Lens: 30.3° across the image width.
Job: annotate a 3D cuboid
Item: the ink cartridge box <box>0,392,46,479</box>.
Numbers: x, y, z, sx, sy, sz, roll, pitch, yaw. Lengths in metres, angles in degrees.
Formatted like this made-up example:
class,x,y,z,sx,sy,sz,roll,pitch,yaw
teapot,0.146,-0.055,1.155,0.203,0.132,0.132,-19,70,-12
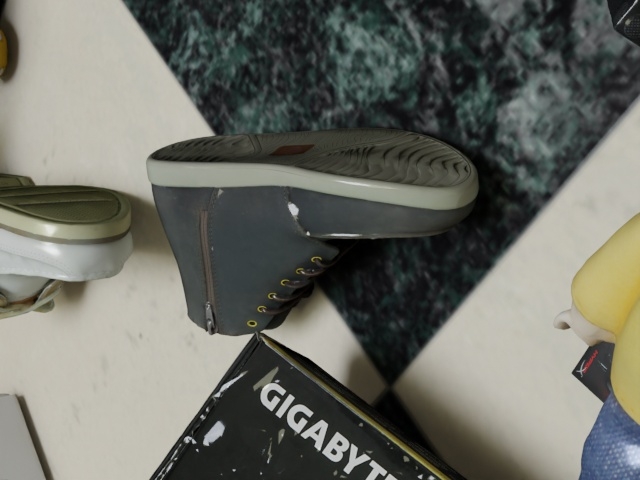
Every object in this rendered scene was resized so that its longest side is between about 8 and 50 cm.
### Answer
class,x,y,z,sx,sy,sz,roll,pitch,yaw
ink cartridge box,-0.296,0.298,0.964,0.207,0.117,0.283,-41,65,37

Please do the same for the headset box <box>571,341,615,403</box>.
class,x,y,z,sx,sy,sz,roll,pitch,yaw
headset box,0.171,0.066,0.564,0.083,0.032,0.062,47,122,33

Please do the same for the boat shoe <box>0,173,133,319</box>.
class,x,y,z,sx,sy,sz,roll,pitch,yaw
boat shoe,-0.232,0.008,0.900,0.302,0.113,0.103,12,102,53

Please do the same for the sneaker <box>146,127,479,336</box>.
class,x,y,z,sx,sy,sz,roll,pitch,yaw
sneaker,0.000,0.000,0.706,0.222,0.083,0.118,6,115,37

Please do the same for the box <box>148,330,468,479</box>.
class,x,y,z,sx,sy,sz,roll,pitch,yaw
box,0.016,0.239,0.601,0.322,0.079,0.257,35,90,31

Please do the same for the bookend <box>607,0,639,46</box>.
class,x,y,z,sx,sy,sz,roll,pitch,yaw
bookend,0.197,-0.106,0.488,0.072,0.156,0.157,-54,14,31

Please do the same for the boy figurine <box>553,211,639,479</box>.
class,x,y,z,sx,sy,sz,roll,pitch,yaw
boy figurine,0.160,0.056,0.446,0.177,0.092,0.285,48,145,37

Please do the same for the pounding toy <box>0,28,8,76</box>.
class,x,y,z,sx,sy,sz,roll,pitch,yaw
pounding toy,-0.299,-0.170,0.936,0.183,0.110,0.237,92,-179,-47
